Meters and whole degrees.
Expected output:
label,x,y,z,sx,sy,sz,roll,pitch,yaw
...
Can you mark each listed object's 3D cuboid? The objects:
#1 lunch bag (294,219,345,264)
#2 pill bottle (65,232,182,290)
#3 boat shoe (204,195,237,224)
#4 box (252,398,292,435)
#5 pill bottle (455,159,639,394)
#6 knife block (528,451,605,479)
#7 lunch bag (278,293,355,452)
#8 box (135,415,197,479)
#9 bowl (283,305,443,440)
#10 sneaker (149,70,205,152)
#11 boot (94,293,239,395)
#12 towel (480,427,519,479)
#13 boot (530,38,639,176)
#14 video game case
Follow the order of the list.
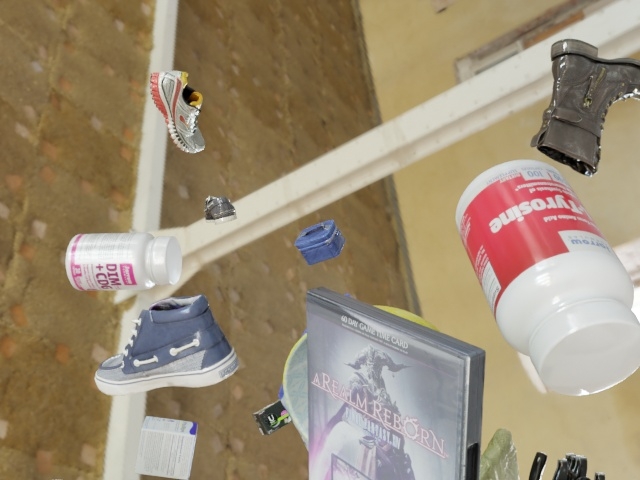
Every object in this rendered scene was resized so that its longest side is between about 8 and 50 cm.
label,x,y,z,sx,sy,sz,roll,pitch,yaw
lunch bag,0.000,0.000,1.490,0.065,0.098,0.067,55,-147,-24
pill bottle,-0.540,0.058,2.001,0.160,0.283,0.160,-2,-90,-82
boat shoe,-0.240,-0.079,1.712,0.206,0.075,0.065,-161,54,-74
box,-0.116,0.442,1.809,0.083,0.052,0.062,-25,-94,-26
pill bottle,0.395,0.056,1.263,0.229,0.229,0.408,48,-161,-36
knife block,0.338,0.464,1.100,0.088,0.276,0.242,20,-146,-3
lunch bag,0.093,0.345,1.598,0.239,0.385,0.328,-19,-124,-27
box,-0.391,0.528,1.839,0.072,0.137,0.126,-111,32,-78
bowl,0.104,0.209,1.110,0.289,0.289,0.156,61,-149,-11
sneaker,-0.303,-0.284,1.622,0.225,0.092,0.088,71,-168,-51
boot,-0.173,0.105,0.747,0.069,0.190,0.086,-42,-65,-56
towel,0.268,0.367,1.116,0.110,0.027,0.148,-44,-46,-28
boot,0.501,-0.226,1.321,0.263,0.091,0.229,13,-102,-18
video game case,0.055,0.194,0.624,0.026,0.196,0.274,-13,-71,-36
